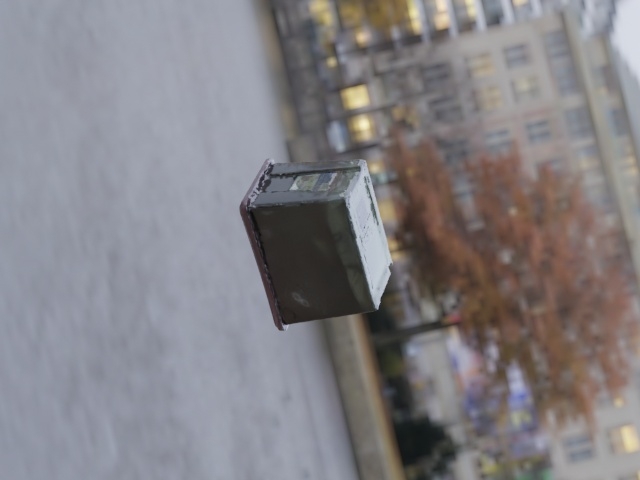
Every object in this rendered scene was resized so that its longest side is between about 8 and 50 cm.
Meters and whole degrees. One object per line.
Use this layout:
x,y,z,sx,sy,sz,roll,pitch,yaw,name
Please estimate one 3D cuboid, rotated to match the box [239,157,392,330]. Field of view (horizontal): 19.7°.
0.000,0.000,1.023,0.060,0.063,0.085,-67,147,-57,box
